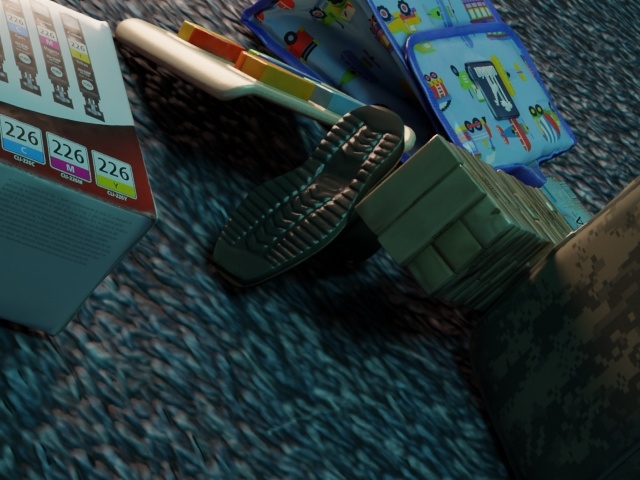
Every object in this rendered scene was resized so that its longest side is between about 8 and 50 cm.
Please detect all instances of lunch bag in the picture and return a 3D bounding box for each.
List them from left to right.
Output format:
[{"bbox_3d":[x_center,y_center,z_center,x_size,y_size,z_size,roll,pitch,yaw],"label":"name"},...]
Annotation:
[{"bbox_3d":[0.105,-0.152,1.773,0.293,0.138,0.221,51,30,13],"label":"lunch bag"},{"bbox_3d":[0.320,0.094,1.549,0.256,0.305,0.213,14,41,-41],"label":"lunch bag"}]

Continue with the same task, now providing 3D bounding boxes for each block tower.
[{"bbox_3d":[0.139,-0.002,1.577,0.091,0.097,0.335,54,14,18],"label":"block tower"}]

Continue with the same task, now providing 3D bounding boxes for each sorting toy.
[{"bbox_3d":[-0.044,-0.137,1.586,0.208,0.038,0.193,13,13,-41],"label":"sorting toy"}]

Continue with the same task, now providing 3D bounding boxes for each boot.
[{"bbox_3d":[0.000,0.000,1.513,0.077,0.137,0.198,38,63,26],"label":"boot"}]

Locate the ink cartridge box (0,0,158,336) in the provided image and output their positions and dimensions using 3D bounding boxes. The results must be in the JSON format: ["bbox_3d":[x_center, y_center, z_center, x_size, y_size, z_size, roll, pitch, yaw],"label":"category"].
[{"bbox_3d":[-0.287,-0.113,1.227,0.309,0.130,0.272,21,35,-36],"label":"ink cartridge box"}]

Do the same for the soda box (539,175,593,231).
[{"bbox_3d":[0.251,0.025,1.803,0.058,0.063,0.183,-10,58,-54],"label":"soda box"}]
